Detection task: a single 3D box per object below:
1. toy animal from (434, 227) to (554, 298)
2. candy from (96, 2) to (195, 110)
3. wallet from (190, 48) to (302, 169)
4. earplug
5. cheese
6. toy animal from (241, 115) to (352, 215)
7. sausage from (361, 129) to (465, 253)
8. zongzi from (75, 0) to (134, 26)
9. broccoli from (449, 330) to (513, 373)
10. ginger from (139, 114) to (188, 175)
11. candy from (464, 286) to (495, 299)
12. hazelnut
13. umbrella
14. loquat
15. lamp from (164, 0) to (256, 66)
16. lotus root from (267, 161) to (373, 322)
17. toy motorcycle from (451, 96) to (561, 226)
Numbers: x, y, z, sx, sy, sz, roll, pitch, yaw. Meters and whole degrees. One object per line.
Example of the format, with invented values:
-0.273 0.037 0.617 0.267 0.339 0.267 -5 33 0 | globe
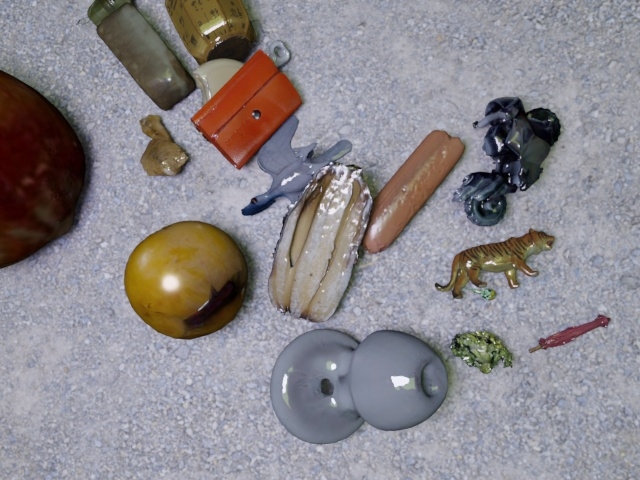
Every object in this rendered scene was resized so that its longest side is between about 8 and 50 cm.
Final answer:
0.339 0.047 0.930 0.241 0.057 0.099 -14 58 11 | toy animal
-0.379 -0.401 1.044 0.104 0.102 0.234 -40 80 2 | candy
-0.144 -0.262 0.965 0.204 0.045 0.142 -49 125 -9 | wallet
0.070 0.266 0.888 0.325 0.175 0.214 -8 82 7 | earplug
-0.159 -0.314 1.014 0.249 0.071 0.163 -26 111 -19 | cheese
-0.050 -0.138 0.993 0.255 0.176 0.239 -28 84 -30 | toy animal
0.173 -0.098 0.953 0.086 0.086 0.289 39 92 9 | sausage
-0.503 -0.558 1.112 0.154 0.062 0.130 -29 60 20 | zongzi
0.305 0.213 0.907 0.095 0.092 0.097 -33 100 16 | broccoli
-0.358 -0.199 1.044 0.096 0.067 0.165 -38 68 3 | ginger
0.306 0.098 0.951 0.083 0.025 0.023 18 105 15 | candy
-0.694 -0.140 0.948 0.421 0.353 0.421 2 83 -19 | hazelnut
0.478 0.182 0.919 0.165 0.025 0.027 -22 64 2 | umbrella
-0.254 0.074 0.926 0.235 0.235 0.235 -1 85 7 | loquat
-0.231 -0.468 1.007 0.161 0.161 0.185 -26 83 4 | lamp
0.000 -0.001 0.942 0.167 0.078 0.329 22 107 -1 | lotus root
0.344 -0.164 0.912 0.159 0.106 0.270 39 84 -12 | toy motorcycle
